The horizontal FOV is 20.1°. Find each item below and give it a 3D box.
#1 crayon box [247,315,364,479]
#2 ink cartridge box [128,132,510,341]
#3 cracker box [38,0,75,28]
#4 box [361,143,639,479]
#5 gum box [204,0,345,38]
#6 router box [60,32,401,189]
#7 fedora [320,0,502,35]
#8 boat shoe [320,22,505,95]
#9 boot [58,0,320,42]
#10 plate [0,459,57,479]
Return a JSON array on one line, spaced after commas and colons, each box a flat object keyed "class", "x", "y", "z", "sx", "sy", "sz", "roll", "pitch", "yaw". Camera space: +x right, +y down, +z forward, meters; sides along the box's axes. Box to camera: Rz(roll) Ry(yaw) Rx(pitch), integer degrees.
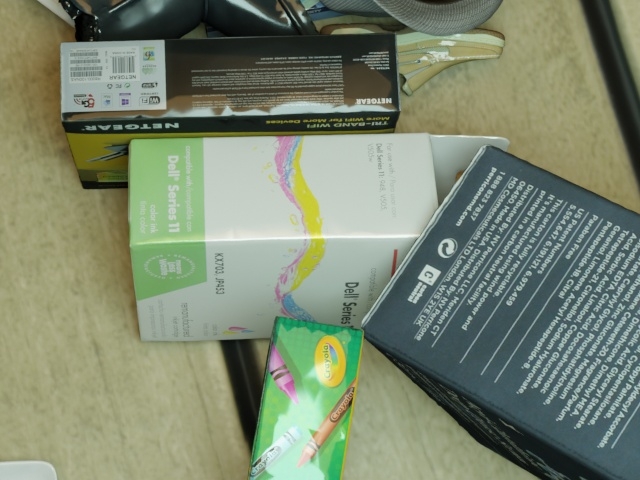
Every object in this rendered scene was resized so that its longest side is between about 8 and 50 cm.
[{"class": "crayon box", "x": -0.020, "y": 0.179, "z": 1.645, "sx": 0.081, "sy": 0.278, "sz": 0.165, "roll": 9, "pitch": 76, "yaw": -1}, {"class": "ink cartridge box", "x": 0.000, "y": 0.000, "z": 1.717, "sx": 0.354, "sy": 0.207, "sz": 0.119, "roll": -2, "pitch": 61, "yaw": -3}, {"class": "cracker box", "x": -0.267, "y": -0.326, "z": 1.844, "sx": 0.232, "sy": 0.067, "sz": 0.155, "roll": 37, "pitch": 94, "yaw": 7}, {"class": "box", "x": 0.287, "y": 0.130, "z": 1.579, "sx": 0.395, "sy": 0.293, "sz": 0.212, "roll": 28, "pitch": 80, "yaw": 37}, {"class": "gum box", "x": -0.058, "y": -0.314, "z": 1.881, "sx": 0.157, "sy": 0.041, "sz": 0.184, "roll": -11, "pitch": 77, "yaw": -5}, {"class": "router box", "x": -0.086, "y": -0.120, "z": 1.732, "sx": 0.309, "sy": 0.243, "sz": 0.081, "roll": -2, "pitch": 77, "yaw": -3}, {"class": "fedora", "x": 0.072, "y": -0.305, "z": 1.815, "sx": 0.243, "sy": 0.124, "sz": 0.275, "roll": 49, "pitch": 52, "yaw": -10}, {"class": "boat shoe", "x": 0.094, "y": -0.184, "z": 1.853, "sx": 0.190, "sy": 0.068, "sz": 0.072, "roll": 0, "pitch": 89, "yaw": 7}, {"class": "boot", "x": -0.130, "y": -0.211, "z": 1.774, "sx": 0.207, "sy": 0.094, "sz": 0.246, "roll": -35, "pitch": 104, "yaw": -7}, {"class": "plate", "x": -0.384, "y": 0.352, "z": 1.707, "sx": 0.278, "sy": 0.045, "sz": 0.277, "roll": -2, "pitch": 76, "yaw": -3}]
